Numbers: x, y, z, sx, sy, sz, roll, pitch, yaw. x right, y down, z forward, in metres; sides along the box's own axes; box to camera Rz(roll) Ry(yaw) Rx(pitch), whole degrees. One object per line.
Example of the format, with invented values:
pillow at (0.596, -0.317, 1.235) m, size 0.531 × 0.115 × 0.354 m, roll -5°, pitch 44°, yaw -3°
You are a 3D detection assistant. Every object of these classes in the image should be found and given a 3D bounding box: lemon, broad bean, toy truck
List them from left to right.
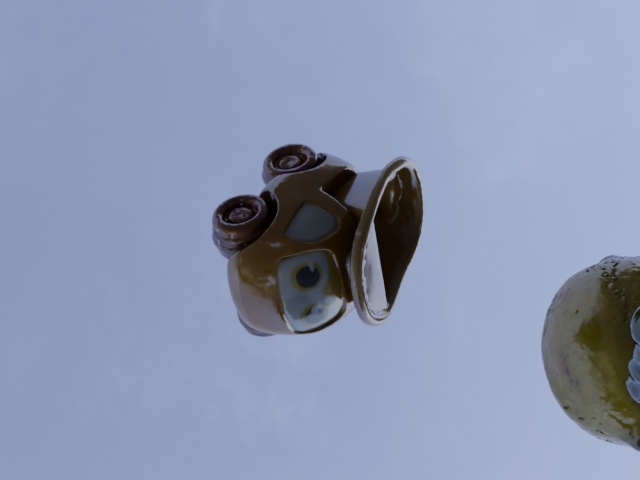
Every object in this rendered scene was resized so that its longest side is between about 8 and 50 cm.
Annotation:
toy truck at (0.000, 0.000, 1.371) m, size 0.211 × 0.204 × 0.288 m, roll 11°, pitch -136°, yaw 26°
lemon at (0.453, 0.166, 1.488) m, size 0.257 × 0.258 × 0.310 m, roll 10°, pitch -128°, yaw -17°
broad bean at (0.377, 0.130, 1.165) m, size 0.052 × 0.256 × 0.053 m, roll 14°, pitch -119°, yaw 23°
